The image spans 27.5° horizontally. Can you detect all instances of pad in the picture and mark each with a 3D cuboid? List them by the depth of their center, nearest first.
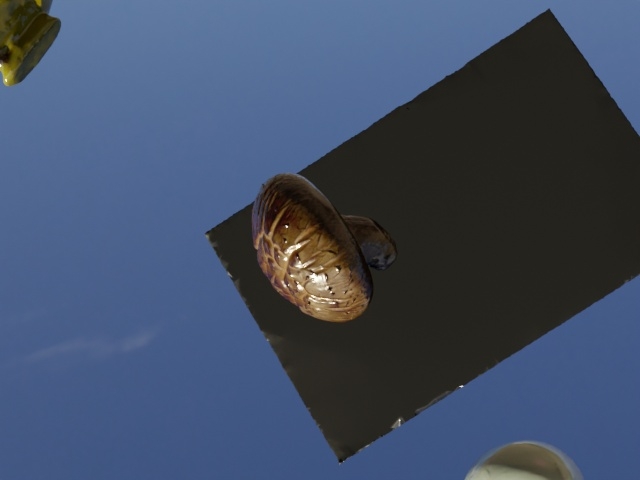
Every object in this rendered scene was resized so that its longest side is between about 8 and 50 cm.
[{"bbox_3d":[0.106,-0.007,1.129,0.368,0.007,0.247,-33,-110,7],"label":"pad"}]

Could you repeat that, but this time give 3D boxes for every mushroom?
[{"bbox_3d":[-0.006,0.007,0.965,0.085,0.109,0.126,-58,-156,3],"label":"mushroom"}]

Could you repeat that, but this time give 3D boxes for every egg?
[{"bbox_3d":[0.261,0.328,1.667,0.151,0.151,0.209,-26,167,-23],"label":"egg"}]

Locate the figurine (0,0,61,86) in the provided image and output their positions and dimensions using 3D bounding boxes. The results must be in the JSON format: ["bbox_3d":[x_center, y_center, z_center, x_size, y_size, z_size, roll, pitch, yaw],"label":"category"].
[{"bbox_3d":[-0.378,-0.270,1.129,0.327,0.218,0.169,16,-134,2],"label":"figurine"}]
